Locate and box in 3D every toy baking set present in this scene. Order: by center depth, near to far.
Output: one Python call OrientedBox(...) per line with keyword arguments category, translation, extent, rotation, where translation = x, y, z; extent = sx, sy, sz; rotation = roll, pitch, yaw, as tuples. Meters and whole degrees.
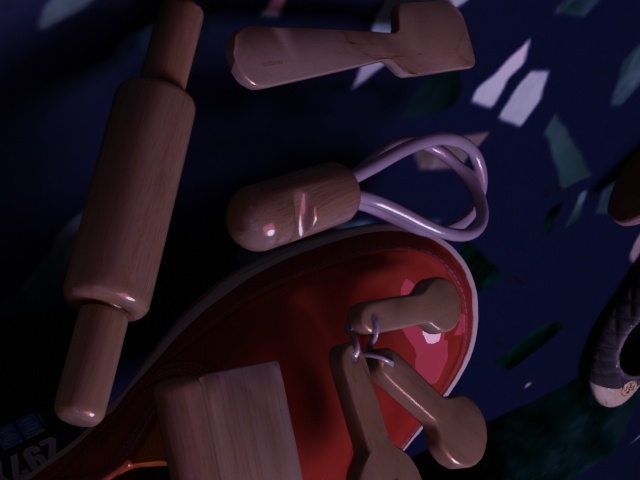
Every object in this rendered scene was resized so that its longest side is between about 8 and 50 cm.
OrientedBox(category="toy baking set", translation=(-0.005, -0.001, 0.507), extent=(0.197, 0.256, 0.030), rotation=(24, 153, -37))

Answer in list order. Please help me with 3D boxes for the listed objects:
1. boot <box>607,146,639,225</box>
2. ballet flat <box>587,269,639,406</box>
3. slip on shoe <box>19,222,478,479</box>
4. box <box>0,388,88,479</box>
OrientedBox(category="boot", translation=(0.225, -0.038, 0.785), extent=(0.118, 0.042, 0.087), rotation=(-42, 148, 0))
OrientedBox(category="ballet flat", translation=(0.226, 0.051, 0.872), extent=(0.058, 0.049, 0.173), rotation=(-10, 134, -37))
OrientedBox(category="slip on shoe", translation=(-0.045, 0.101, 0.512), extent=(0.331, 0.101, 0.123), rotation=(-34, 109, -31))
OrientedBox(category="box", translation=(-0.235, 0.234, 0.594), extent=(0.322, 0.079, 0.257), rotation=(-24, 143, -25))
